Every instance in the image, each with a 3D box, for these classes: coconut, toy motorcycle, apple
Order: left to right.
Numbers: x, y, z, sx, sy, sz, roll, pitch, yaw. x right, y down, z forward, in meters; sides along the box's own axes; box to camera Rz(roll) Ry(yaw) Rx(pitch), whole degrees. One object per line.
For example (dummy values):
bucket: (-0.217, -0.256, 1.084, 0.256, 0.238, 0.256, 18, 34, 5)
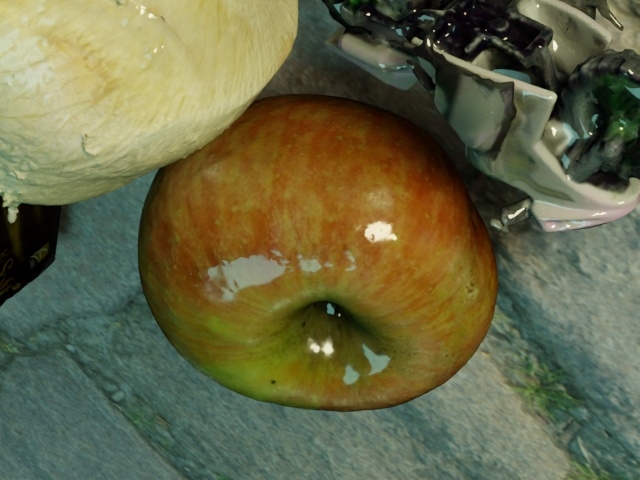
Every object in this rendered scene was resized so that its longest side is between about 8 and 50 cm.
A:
coconut: (-0.188, -0.212, 1.483, 0.346, 0.346, 0.360, 43, 141, -11)
apple: (0.000, 0.000, 1.683, 0.309, 0.250, 0.277, 16, 131, -8)
toy motorcycle: (0.133, -0.112, 1.500, 0.327, 0.143, 0.188, 28, 147, 24)

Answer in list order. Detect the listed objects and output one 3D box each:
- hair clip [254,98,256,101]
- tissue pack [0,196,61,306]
hair clip: (-0.182, -0.187, 1.746, 0.173, 0.069, 0.300, -11, 125, 48)
tissue pack: (-0.381, -0.072, 1.938, 0.210, 0.198, 0.370, 35, 148, 9)
